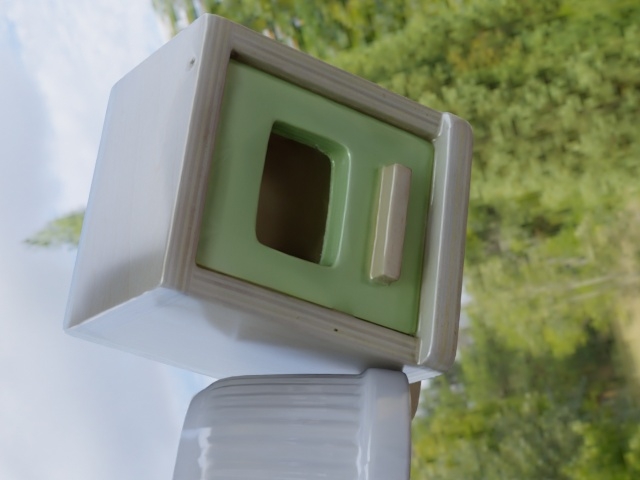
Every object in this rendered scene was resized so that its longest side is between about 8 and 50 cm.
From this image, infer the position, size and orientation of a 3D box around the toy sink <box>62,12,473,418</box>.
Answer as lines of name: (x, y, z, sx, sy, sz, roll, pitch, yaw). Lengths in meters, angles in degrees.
toy sink: (0.000, 0.000, 0.737, 0.234, 0.131, 0.153, 21, -115, -29)

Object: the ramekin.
ramekin: (-0.019, 0.163, 0.668, 0.207, 0.109, 0.207, 6, -90, -90)
